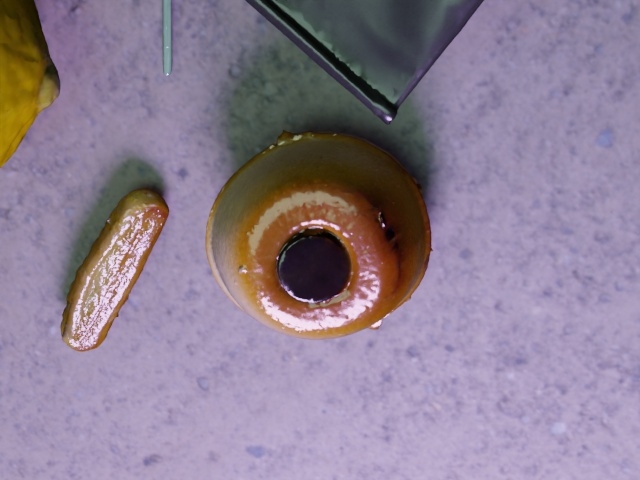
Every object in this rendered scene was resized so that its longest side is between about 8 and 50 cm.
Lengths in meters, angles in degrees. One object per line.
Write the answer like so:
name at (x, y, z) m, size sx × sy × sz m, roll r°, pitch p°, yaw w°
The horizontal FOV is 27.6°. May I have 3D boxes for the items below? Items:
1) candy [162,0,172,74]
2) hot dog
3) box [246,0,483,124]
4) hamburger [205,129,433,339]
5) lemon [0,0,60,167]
candy at (-0.155, -0.255, 1.301) m, size 0.062 × 0.058 × 0.193 m, roll -9°, pitch 124°, yaw -16°
hot dog at (-0.233, 0.029, 1.430) m, size 0.066 × 0.047 × 0.215 m, roll 11°, pitch 121°, yaw -31°
box at (0.013, -0.313, 1.117) m, size 0.345 × 0.251 × 0.204 m, roll 40°, pitch 115°, yaw -5°
hamburger at (0.000, -0.004, 1.307) m, size 0.237 × 0.147 × 0.236 m, roll 0°, pitch 113°, yaw 0°
lemon at (-0.434, -0.183, 1.256) m, size 0.336 × 0.336 × 0.336 m, roll 5°, pitch 113°, yaw 12°
